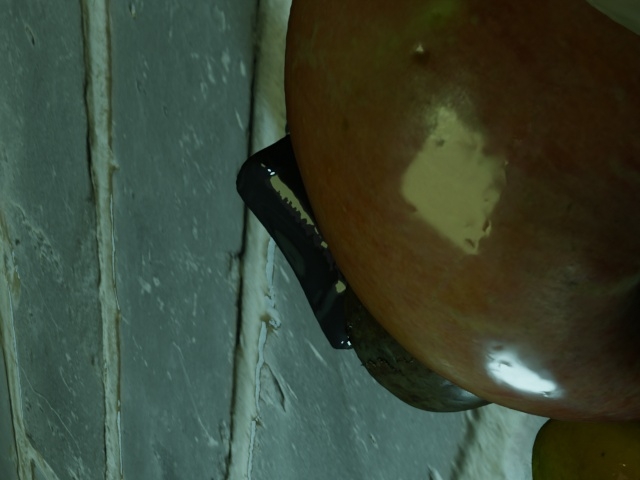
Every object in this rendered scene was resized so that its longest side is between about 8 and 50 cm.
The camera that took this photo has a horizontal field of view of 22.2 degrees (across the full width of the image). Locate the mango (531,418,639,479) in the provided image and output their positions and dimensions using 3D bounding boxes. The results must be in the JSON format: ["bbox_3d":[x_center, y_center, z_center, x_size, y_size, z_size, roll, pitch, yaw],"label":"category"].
[{"bbox_3d":[0.164,0.139,0.932,0.101,0.066,0.187,64,164,-3],"label":"mango"}]

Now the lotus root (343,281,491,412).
[{"bbox_3d":[0.073,0.039,0.942,0.120,0.120,0.209,63,155,-3],"label":"lotus root"}]

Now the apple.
[{"bbox_3d":[0.100,-0.057,0.658,0.253,0.254,0.253,44,150,34],"label":"apple"}]

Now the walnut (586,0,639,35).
[{"bbox_3d":[0.119,-0.210,0.409,0.285,0.285,0.296,96,159,-51],"label":"walnut"}]

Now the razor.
[{"bbox_3d":[0.000,0.000,1.109,0.148,0.054,0.090,58,155,11],"label":"razor"}]
